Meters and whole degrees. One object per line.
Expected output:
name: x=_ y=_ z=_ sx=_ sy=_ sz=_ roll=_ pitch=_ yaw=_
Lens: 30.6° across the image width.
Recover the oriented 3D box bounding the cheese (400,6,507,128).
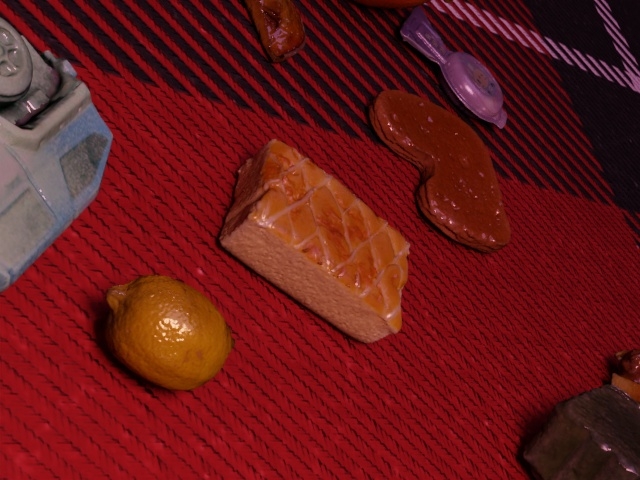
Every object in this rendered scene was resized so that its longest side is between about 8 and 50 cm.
cheese: x=0.178 y=-0.220 z=1.525 sx=0.191 sy=0.042 sz=0.105 roll=43 pitch=34 yaw=-11

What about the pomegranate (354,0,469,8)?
pomegranate: x=0.095 y=-0.378 z=1.436 sx=0.235 sy=0.210 sz=0.210 roll=45 pitch=32 yaw=-42

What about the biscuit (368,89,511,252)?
biscuit: x=0.135 y=-0.082 z=1.362 sx=0.186 sy=0.036 sz=0.192 roll=18 pitch=48 yaw=-37

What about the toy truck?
toy truck: x=-0.260 y=-0.032 z=0.757 sx=0.156 sy=0.155 sz=0.279 roll=53 pitch=33 yaw=-16

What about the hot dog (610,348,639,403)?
hot dog: x=0.439 y=0.204 z=1.410 sx=0.213 sy=0.103 sz=0.146 roll=38 pitch=38 yaw=-19

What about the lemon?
lemon: x=-0.120 y=0.069 z=0.894 sx=0.111 sy=0.082 sz=0.082 roll=31 pitch=40 yaw=-23

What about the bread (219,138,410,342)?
bread: x=0.001 y=0.000 z=1.104 sx=0.188 sy=0.068 sz=0.125 roll=37 pitch=38 yaw=-23

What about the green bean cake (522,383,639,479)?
green bean cake: x=0.320 y=0.242 z=1.209 sx=0.183 sy=0.094 sz=0.185 roll=42 pitch=25 yaw=23

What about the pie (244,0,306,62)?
pie: x=-0.063 y=-0.281 z=1.308 sx=0.088 sy=0.033 sz=0.191 roll=-7 pitch=66 yaw=-56
